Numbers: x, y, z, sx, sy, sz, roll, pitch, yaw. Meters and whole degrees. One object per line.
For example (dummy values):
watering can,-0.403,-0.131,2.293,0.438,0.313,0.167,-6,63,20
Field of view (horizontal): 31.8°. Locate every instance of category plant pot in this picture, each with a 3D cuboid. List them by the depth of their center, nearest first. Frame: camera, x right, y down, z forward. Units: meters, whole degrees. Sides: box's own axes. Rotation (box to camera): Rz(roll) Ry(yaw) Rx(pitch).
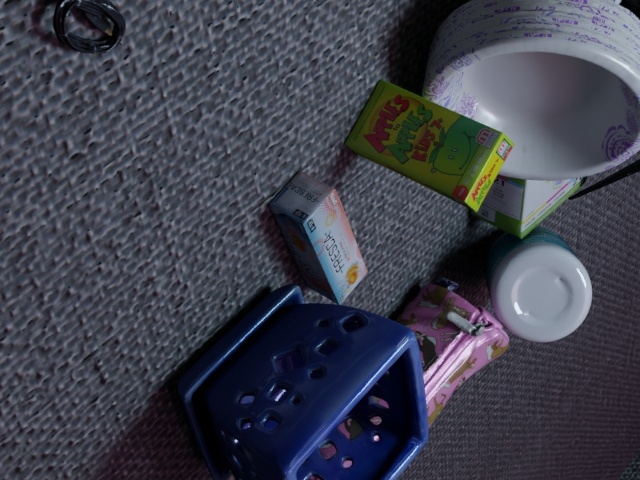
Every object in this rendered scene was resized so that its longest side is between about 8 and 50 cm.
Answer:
plant pot,-0.026,0.205,1.343,0.236,0.212,0.236,-44,144,-26

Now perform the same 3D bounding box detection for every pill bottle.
pill bottle,0.329,0.058,1.731,0.264,0.146,0.146,-66,178,-79

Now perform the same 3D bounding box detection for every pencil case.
pencil case,0.101,0.233,1.599,0.386,0.160,0.167,-46,145,-22

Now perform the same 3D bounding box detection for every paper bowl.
paper bowl,0.275,-0.209,1.395,0.284,0.284,0.148,63,34,-54

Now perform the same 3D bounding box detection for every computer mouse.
computer mouse,-0.224,-0.222,0.896,0.071,0.041,0.242,-56,155,-11

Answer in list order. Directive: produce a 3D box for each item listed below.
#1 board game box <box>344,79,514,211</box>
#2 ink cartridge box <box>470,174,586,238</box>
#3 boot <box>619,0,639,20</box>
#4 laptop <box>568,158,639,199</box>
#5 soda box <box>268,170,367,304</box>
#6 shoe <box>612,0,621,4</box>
board game box,0.127,-0.115,1.335,0.092,0.181,0.043,-61,149,0
ink cartridge box,0.318,-0.160,1.654,0.189,0.097,0.255,-38,143,-33
boot,0.384,-0.323,1.507,0.131,0.260,0.348,-23,169,-48
laptop,0.597,-0.277,1.747,0.236,0.382,0.407,16,65,-21
soda box,0.000,0.000,1.363,0.063,0.058,0.183,-49,146,-19
shoe,0.287,-0.337,1.399,0.081,0.178,0.063,-26,150,-39
